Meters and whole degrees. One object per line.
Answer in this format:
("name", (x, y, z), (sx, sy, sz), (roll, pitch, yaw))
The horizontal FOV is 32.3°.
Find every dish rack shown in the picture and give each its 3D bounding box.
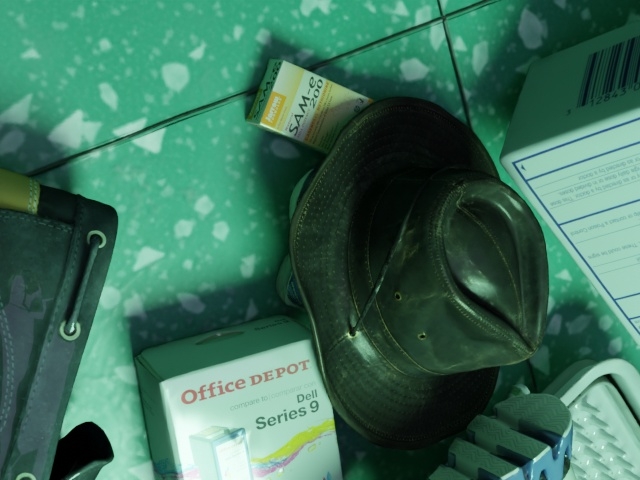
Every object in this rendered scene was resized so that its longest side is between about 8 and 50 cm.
("dish rack", (0.236, 0.297, 1.169), (0.333, 0.072, 0.285), (-42, 121, -10))

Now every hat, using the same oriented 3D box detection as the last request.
("hat", (0.128, 0.031, 0.999), (0.331, 0.134, 0.331), (0, 90, -45))

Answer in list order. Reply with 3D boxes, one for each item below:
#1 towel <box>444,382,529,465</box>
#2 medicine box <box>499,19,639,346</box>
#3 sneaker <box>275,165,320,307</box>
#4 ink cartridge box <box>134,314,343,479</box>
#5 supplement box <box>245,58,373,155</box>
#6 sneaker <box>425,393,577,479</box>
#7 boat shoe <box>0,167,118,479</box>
("towel", (0.149, 0.208, 1.115), (0.152, 0.113, 0.023), (-43, 72, -10))
("medicine box", (0.363, -0.062, 1.042), (0.289, 0.263, 0.149), (48, 45, -26))
("sneaker", (0.000, 0.000, 1.014), (0.052, 0.058, 0.135), (5, 98, -26))
("ink cartridge box", (-0.069, 0.190, 1.004), (0.154, 0.093, 0.212), (-13, 104, -22))
("supplement box", (-0.009, -0.117, 0.996), (0.098, 0.036, 0.062), (19, 92, -27))
("sneaker", (0.133, 0.300, 0.996), (0.315, 0.127, 0.182), (-34, 110, -16))
("boat shoe", (-0.244, 0.191, 0.873), (0.156, 0.187, 0.500), (5, 94, -20))
